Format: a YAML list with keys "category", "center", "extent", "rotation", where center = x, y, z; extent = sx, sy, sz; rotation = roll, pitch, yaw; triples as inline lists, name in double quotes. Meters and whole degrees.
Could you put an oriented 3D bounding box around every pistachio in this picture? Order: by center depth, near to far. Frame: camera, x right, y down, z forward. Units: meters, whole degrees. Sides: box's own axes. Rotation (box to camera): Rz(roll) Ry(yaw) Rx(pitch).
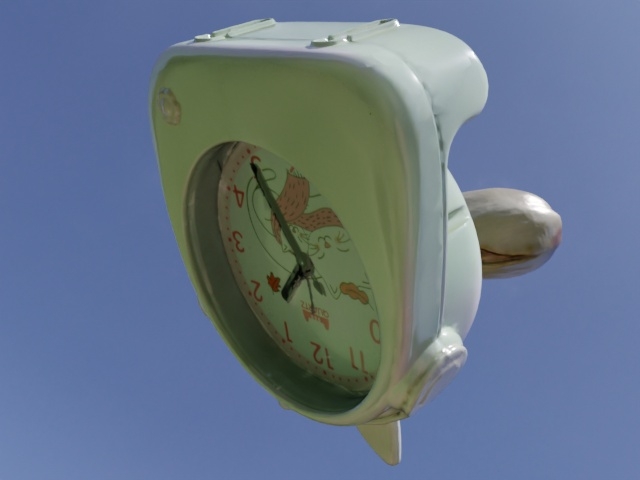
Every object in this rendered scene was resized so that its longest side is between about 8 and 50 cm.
- category: "pistachio"
  center: [0.236, -0.007, 1.086]
  extent: [0.215, 0.144, 0.144]
  rotation: [-8, -52, -7]

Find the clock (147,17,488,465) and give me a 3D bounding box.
- category: "clock"
  center: [-0.001, 0.006, 0.567]
  extent: [0.265, 0.109, 0.324]
  rotation: [17, -55, 43]
